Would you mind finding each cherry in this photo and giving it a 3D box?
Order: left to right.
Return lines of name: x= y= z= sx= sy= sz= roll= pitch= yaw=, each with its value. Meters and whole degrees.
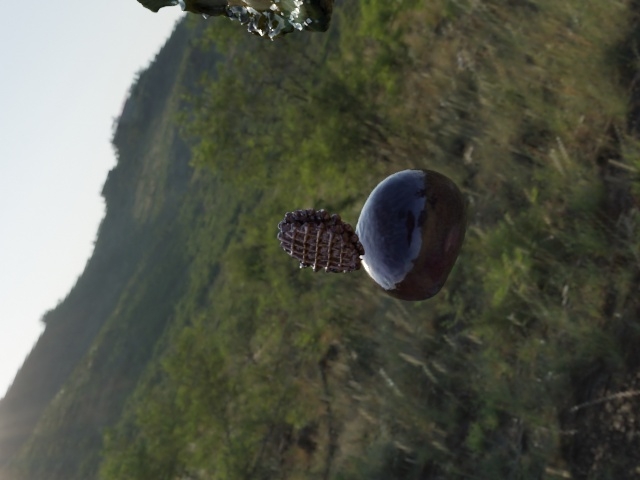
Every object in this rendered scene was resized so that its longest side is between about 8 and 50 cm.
cherry: x=0.116 y=-0.004 z=1.122 sx=0.176 sy=0.140 sz=0.176 roll=-158 pitch=90 yaw=-83

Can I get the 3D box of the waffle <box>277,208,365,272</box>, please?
waffle: x=0.000 y=0.000 z=0.778 sx=0.075 sy=0.083 sz=0.029 roll=-11 pitch=48 yaw=38

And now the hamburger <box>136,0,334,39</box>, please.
hamburger: x=-0.060 y=-0.262 z=0.595 sx=0.288 sy=0.167 sz=0.192 roll=98 pitch=178 yaw=-81
